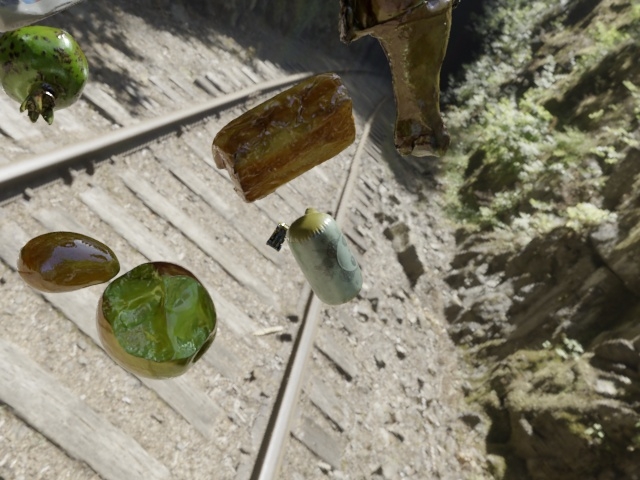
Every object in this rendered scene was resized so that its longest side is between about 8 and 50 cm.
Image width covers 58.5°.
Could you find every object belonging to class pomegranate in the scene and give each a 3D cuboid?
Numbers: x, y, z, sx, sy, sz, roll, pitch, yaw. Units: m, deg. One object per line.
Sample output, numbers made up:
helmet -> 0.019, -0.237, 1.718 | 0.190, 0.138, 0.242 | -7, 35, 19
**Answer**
pomegranate -> -0.655, -0.387, 1.347 | 0.211, 0.211, 0.263 | 22, 40, -49

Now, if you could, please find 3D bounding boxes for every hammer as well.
hammer -> 0.000, 0.000, 1.251 | 0.305, 0.113, 0.202 | -105, 171, -66

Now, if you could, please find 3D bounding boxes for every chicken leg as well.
chicken leg -> 0.122, -0.311, 0.883 | 0.212, 0.361, 0.140 | -3, 9, -20

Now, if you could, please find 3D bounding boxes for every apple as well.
apple -> -0.334, 0.171, 1.207 | 0.226, 0.246, 0.246 | 44, 18, 12

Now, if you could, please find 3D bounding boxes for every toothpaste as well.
toothpaste -> -0.524, -0.438, 1.023 | 0.282, 0.068, 0.099 | -47, 118, -33

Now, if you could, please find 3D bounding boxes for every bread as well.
bread -> -0.081, -0.242, 1.305 | 0.149, 0.344, 0.195 | 51, -15, 34

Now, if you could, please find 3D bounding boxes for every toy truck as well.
toy truck -> -0.123, -0.015, 1.706 | 0.049, 0.083, 0.054 | 33, 9, -13

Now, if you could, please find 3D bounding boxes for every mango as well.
mango -> -0.447, 0.036, 1.012 | 0.163, 0.089, 0.111 | -14, 81, -33
